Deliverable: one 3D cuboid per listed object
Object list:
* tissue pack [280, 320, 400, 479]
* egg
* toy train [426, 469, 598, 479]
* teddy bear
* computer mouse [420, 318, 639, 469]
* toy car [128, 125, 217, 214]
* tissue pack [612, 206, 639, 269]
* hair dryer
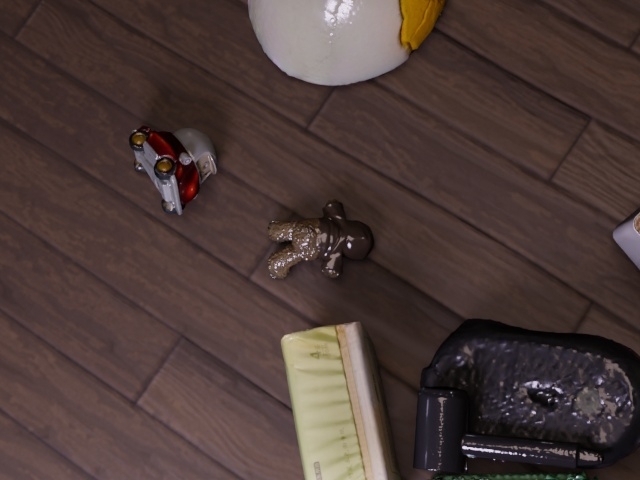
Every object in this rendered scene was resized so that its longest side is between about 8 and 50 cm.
[{"bbox_3d":[0.029,0.241,1.704,0.125,0.159,0.234,-12,74,4],"label":"tissue pack"},{"bbox_3d":[0.034,-0.416,1.863,0.337,0.201,0.337,-2,72,7],"label":"egg"},{"bbox_3d":[0.259,0.385,1.659,0.269,0.115,0.154,-2,80,8],"label":"toy train"},{"bbox_3d":[-0.003,-0.003,1.818,0.160,0.078,0.119,-5,71,7],"label":"teddy bear"},{"bbox_3d":[0.298,0.209,1.697,0.323,0.116,0.183,8,83,24],"label":"computer mouse"},{"bbox_3d":[-0.213,-0.123,1.873,0.112,0.112,0.139,-31,63,-17],"label":"toy car"},{"bbox_3d":[0.549,-0.036,1.708,0.246,0.136,0.159,-40,86,-3],"label":"tissue pack"},{"bbox_3d":[0.243,0.255,1.624,0.248,0.070,0.114,2,88,21],"label":"hair dryer"}]
